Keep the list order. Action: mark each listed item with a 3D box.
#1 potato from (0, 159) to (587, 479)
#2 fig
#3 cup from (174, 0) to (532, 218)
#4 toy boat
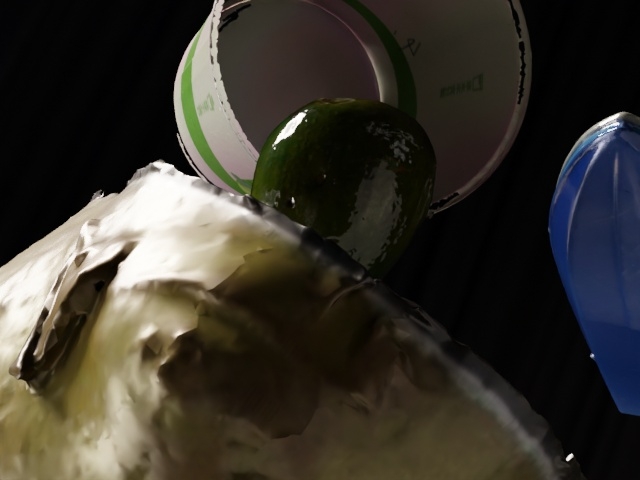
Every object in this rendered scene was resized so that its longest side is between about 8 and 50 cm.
[{"bbox_3d":[-0.048,0.113,0.666,0.246,0.196,0.300,41,-16,-14],"label":"potato"},{"bbox_3d":[0.000,0.000,1.058,0.117,0.177,0.117,23,-8,3],"label":"fig"},{"bbox_3d":[0.001,-0.131,1.437,0.253,0.253,0.274,29,-11,-15],"label":"cup"},{"bbox_3d":[0.205,0.011,1.073,0.129,0.088,0.295,5,-28,23],"label":"toy boat"}]
